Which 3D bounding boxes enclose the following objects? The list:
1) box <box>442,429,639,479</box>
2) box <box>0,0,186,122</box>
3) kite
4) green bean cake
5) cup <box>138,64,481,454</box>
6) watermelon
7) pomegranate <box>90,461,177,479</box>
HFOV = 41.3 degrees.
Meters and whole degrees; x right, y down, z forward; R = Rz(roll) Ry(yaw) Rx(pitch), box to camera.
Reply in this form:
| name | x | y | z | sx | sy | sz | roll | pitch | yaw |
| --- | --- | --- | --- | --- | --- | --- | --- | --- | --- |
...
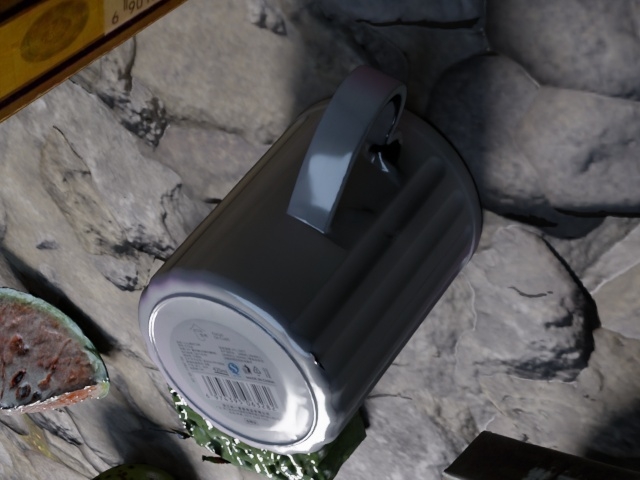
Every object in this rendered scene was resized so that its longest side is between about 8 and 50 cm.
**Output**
| name | x | y | z | sx | sy | sz | roll | pitch | yaw |
| --- | --- | --- | --- | --- | --- | --- | --- | --- | --- |
| box | 0.208 | 0.252 | 0.462 | 0.325 | 0.047 | 0.180 | 57 | 156 | -13 |
| box | -0.205 | -0.170 | 0.487 | 0.192 | 0.301 | 0.084 | 30 | 141 | 15 |
| kite | -0.079 | 0.234 | 0.890 | 0.182 | 0.010 | 0.160 | 18 | 173 | 27 |
| green bean cake | -0.060 | 0.140 | 0.804 | 0.173 | 0.094 | 0.181 | 12 | 130 | 33 |
| cup | -0.012 | 0.001 | 0.558 | 0.166 | 0.202 | 0.221 | 5 | 128 | 34 |
| watermelon | -0.345 | 0.146 | 1.031 | 0.187 | 0.139 | 0.071 | 39 | 174 | 5 |
| pomegranate | -0.219 | 0.408 | 1.115 | 0.247 | 0.214 | 0.214 | 14 | 144 | -18 |
